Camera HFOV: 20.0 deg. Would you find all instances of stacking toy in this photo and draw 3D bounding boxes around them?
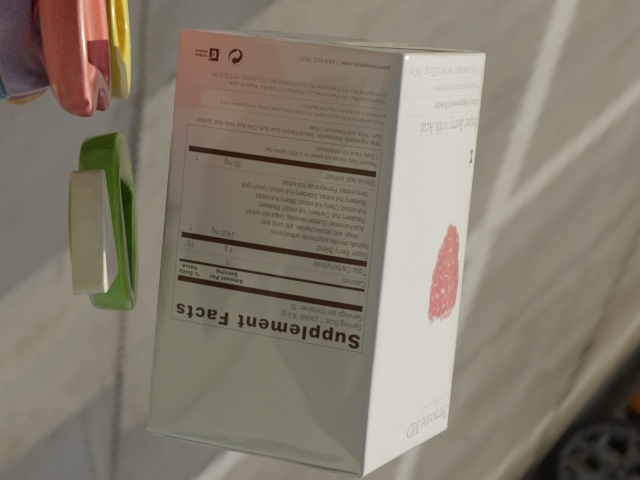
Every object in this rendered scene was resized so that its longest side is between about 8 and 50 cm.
[{"bbox_3d":[-0.207,-0.087,1.265,0.309,0.130,0.279,87,-1,-88],"label":"stacking toy"}]

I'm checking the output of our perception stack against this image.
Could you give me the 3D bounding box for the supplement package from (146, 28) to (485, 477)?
[{"bbox_3d":[0.000,0.000,1.320,0.177,0.175,0.293,-15,112,-66],"label":"supplement package"}]
